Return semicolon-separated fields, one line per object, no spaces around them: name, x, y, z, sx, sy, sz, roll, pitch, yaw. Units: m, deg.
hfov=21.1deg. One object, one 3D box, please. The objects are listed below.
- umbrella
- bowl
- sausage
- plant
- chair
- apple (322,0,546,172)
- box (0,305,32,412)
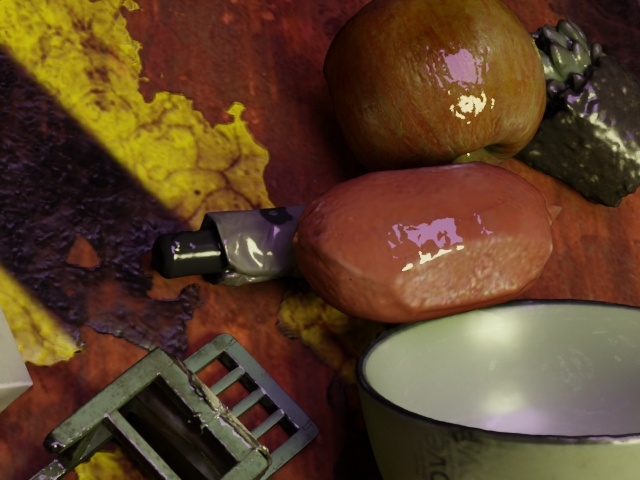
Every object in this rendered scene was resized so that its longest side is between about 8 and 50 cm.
umbrella;0.000;0.000;1.634;0.337;0.067;0.073;-5;52;-28
bowl;0.207;0.189;1.495;0.353;0.354;0.185;-11;109;-32
sausage;0.104;0.003;1.572;0.254;0.148;0.148;-16;67;-25
plant;0.270;-0.133;1.816;0.194;0.132;0.129;44;47;-1
chair;-0.105;0.162;1.426;0.136;0.147;0.270;47;53;9
apple;0.114;-0.152;1.696;0.211;0.211;0.188;-11;71;-32
box;-0.368;0.068;1.352;0.256;0.069;0.164;-1;59;-50
